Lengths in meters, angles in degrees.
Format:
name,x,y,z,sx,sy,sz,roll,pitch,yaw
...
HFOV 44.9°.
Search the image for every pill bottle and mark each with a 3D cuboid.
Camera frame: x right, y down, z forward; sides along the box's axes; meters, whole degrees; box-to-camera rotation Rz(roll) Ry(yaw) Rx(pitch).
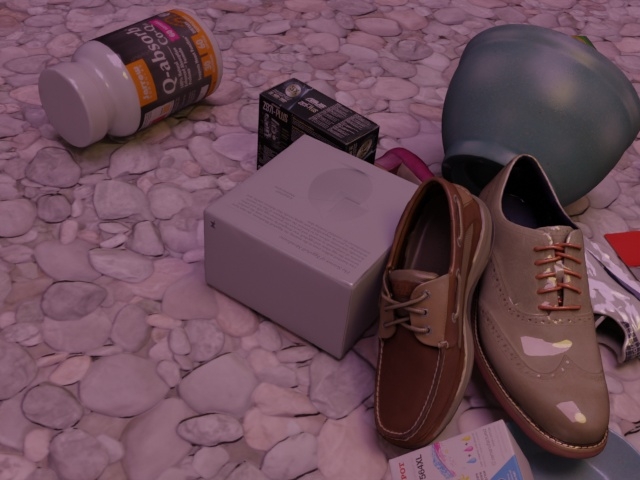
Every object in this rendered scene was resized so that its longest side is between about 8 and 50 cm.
name,x,y,z,sx,sy,sz,roll,pitch,yaw
pill bottle,-0.309,-0.268,1.282,0.162,0.162,0.278,31,47,25

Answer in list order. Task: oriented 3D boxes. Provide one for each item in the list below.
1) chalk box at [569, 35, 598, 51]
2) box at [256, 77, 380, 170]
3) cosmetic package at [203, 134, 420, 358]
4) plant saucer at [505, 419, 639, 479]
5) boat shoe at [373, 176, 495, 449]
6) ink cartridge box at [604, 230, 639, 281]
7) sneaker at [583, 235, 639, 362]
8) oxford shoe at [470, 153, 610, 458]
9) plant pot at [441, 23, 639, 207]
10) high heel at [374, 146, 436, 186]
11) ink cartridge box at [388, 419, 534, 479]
name,x,y,z,sx,sy,sz,roll,pitch,yaw
chalk box,0.439,-0.291,1.424,0.212,0.132,0.132,-2,42,-10
box,-0.009,-0.140,1.185,0.180,0.147,0.077,34,48,29
cosmetic package,0.000,0.000,1.034,0.224,0.138,0.224,27,44,22
plant saucer,0.269,0.273,0.834,0.194,0.037,0.195,3,41,-3
boat shoe,0.113,0.074,0.902,0.123,0.116,0.325,-3,63,36
ink cartridge box,0.550,0.039,1.126,0.180,0.056,0.225,-5,44,-13
sneaker,0.350,0.066,1.050,0.094,0.090,0.235,-32,52,-24
oxford shoe,0.257,0.061,0.930,0.140,0.147,0.397,1,48,-13
plant pot,0.301,-0.147,1.164,0.293,0.293,0.196,25,71,20
high heel,0.183,-0.068,1.194,0.244,0.082,0.117,32,38,32
ink cartridge box,0.138,0.258,0.764,0.143,0.090,0.092,-24,39,13
